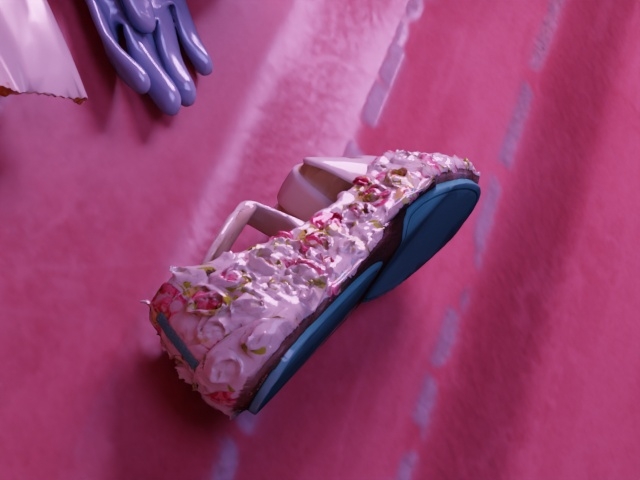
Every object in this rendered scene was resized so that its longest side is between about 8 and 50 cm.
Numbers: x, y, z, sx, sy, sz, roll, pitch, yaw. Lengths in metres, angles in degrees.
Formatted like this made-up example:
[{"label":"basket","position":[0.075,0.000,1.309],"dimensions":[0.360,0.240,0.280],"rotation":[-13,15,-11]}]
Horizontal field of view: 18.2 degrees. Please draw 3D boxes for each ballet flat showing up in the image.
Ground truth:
[{"label":"ballet flat","position":[0.000,0.000,0.949],"dimensions":[0.077,0.091,0.241],"rotation":[37,34,11]}]

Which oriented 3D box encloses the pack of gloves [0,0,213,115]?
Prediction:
[{"label":"pack of gloves","position":[-0.144,-0.161,0.948],"dimensions":[0.195,0.046,0.232],"rotation":[4,65,-58]}]
